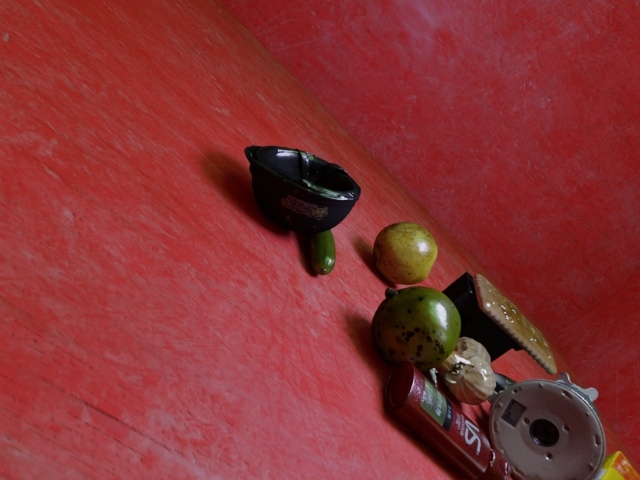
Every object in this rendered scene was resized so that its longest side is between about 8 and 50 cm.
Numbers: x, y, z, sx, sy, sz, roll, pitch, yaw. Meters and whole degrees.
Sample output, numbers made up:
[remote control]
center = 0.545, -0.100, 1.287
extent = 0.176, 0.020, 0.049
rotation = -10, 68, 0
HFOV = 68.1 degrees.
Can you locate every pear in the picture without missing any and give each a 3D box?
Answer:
[pear]
center = 0.244, 0.035, 1.431
extent = 0.197, 0.197, 0.197
rotation = 42, 20, -19

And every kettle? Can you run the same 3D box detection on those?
[kettle]
center = 0.584, 0.479, 1.304
extent = 0.361, 0.249, 0.377
rotation = 26, 2, 34

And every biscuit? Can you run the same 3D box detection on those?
[biscuit]
center = 0.594, 0.247, 1.451
extent = 0.325, 0.044, 0.217
rotation = 43, 25, -7

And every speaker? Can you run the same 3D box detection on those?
[speaker]
center = 0.505, 0.267, 1.548
extent = 0.254, 0.184, 0.232
rotation = 48, 19, 2

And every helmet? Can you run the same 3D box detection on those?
[helmet]
center = -0.055, -0.106, 1.088
extent = 0.279, 0.160, 0.230
rotation = 14, 28, -13

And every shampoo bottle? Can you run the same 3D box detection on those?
[shampoo bottle]
center = 0.256, 0.381, 0.946
extent = 0.314, 0.076, 0.118
rotation = 44, 28, -12

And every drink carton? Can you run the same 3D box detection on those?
[drink carton]
center = 0.736, 0.689, 1.212
extent = 0.352, 0.111, 0.154
rotation = -3, 53, -47

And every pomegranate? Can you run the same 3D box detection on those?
[pomegranate]
center = 0.233, 0.200, 1.037
extent = 0.246, 0.198, 0.198
rotation = 18, 25, -6

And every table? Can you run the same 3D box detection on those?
[table]
center = 0.770, 0.535, 1.497
extent = 0.167, 0.198, 0.166
rotation = 17, 17, -5

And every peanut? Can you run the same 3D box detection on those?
[peanut]
center = 0.387, 0.336, 1.261
extent = 0.136, 0.120, 0.298
rotation = 31, 13, 11

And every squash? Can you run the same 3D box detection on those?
[squash]
center = 0.000, 0.000, 1.146
extent = 0.066, 0.066, 0.252
rotation = 38, 21, -27

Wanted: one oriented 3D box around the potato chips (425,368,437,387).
[potato chips]
center = 0.250, 0.262, 1.190
extent = 0.167, 0.059, 0.228
rotation = 37, 29, -11
